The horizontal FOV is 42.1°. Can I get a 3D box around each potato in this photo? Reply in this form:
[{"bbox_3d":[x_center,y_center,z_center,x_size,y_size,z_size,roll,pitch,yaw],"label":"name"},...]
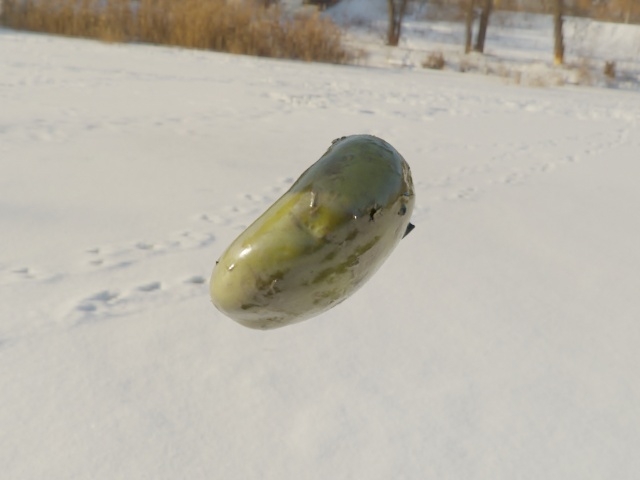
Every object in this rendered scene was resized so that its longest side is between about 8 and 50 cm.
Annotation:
[{"bbox_3d":[0.000,0.000,0.478,0.070,0.138,0.091,42,-1,17],"label":"potato"}]
